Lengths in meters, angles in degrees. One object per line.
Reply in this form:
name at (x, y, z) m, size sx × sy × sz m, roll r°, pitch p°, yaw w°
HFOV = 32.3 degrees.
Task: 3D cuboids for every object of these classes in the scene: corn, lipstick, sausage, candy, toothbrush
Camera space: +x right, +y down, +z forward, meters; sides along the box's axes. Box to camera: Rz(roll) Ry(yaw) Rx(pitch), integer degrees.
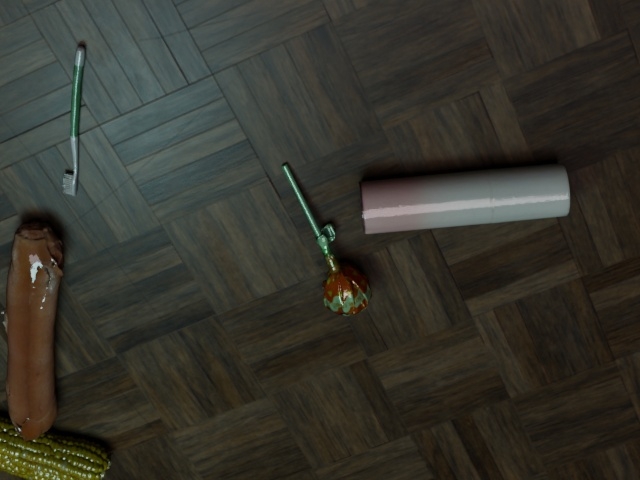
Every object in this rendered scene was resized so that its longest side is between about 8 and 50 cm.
corn at (-0.538, 0.381, 2.005) m, size 0.313 × 0.102 × 0.102 m, roll 21°, pitch 118°, yaw -11°
lipstick at (0.227, -0.067, 1.763) m, size 0.327 × 0.087 × 0.087 m, roll -5°, pitch 121°, yaw 2°
sausage at (-0.487, 0.158, 1.875) m, size 0.094 × 0.094 × 0.419 m, roll 31°, pitch 126°, yaw 31°
candy at (0.000, 0.000, 1.819) m, size 0.084 × 0.078 × 0.287 m, roll -6°, pitch 118°, yaw 46°
toothbrush at (-0.382, -0.182, 1.716) m, size 0.024 × 0.018 × 0.257 m, roll 12°, pitch 121°, yaw -1°
